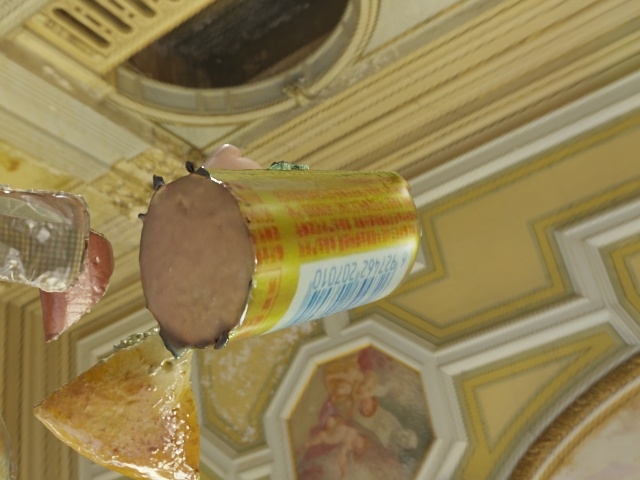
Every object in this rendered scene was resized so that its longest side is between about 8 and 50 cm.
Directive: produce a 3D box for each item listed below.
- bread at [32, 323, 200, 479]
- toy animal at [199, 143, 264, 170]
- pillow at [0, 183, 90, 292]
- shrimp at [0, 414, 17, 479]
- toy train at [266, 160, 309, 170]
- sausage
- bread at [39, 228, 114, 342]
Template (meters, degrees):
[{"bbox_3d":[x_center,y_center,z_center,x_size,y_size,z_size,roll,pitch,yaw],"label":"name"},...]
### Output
[{"bbox_3d":[-0.170,0.137,0.671,0.136,0.054,0.154,-2,-93,-9],"label":"bread"},{"bbox_3d":[-0.115,-0.001,0.945,0.197,0.171,0.171,119,-27,-63],"label":"toy animal"},{"bbox_3d":[-0.388,-0.008,0.990,0.034,0.211,0.135,-5,-100,51],"label":"pillow"},{"bbox_3d":[-0.430,0.233,1.021,0.168,0.077,0.317,-110,-157,-52],"label":"shrimp"},{"bbox_3d":[-0.047,-0.044,0.817,0.093,0.038,0.056,-24,-112,48],"label":"toy train"},{"bbox_3d":[-0.001,-0.002,0.645,0.117,0.317,0.125,-16,-94,35],"label":"sausage"},{"bbox_3d":[-0.336,0.033,1.103,0.067,0.119,0.192,13,-69,52],"label":"bread"}]
